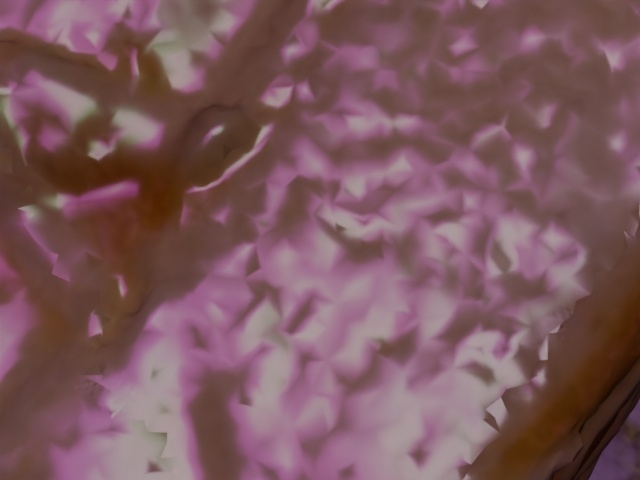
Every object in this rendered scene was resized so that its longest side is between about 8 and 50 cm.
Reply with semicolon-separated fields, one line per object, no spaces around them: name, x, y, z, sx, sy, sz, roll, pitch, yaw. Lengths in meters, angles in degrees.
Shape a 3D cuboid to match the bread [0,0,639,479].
bread;0.000;0.000;0.716;0.279;0.371;0.390;29;76;12
